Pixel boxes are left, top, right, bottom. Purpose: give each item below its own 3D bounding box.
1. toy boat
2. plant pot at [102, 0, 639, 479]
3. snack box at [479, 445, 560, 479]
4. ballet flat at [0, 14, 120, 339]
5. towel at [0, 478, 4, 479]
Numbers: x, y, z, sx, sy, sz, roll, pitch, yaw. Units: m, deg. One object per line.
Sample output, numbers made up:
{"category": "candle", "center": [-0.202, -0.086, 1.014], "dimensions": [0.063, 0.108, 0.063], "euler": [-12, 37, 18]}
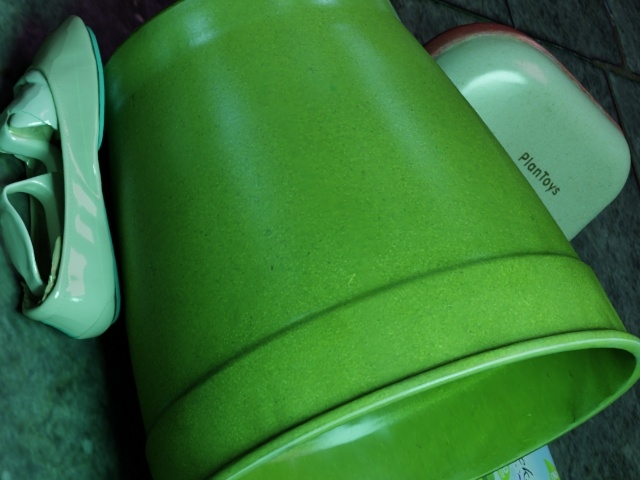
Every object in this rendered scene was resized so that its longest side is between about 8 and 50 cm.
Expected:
{"category": "toy boat", "center": [0.155, -0.102, 1.589], "dimensions": [0.231, 0.151, 0.151], "euler": [40, 10, -38]}
{"category": "plant pot", "center": [0.000, 0.000, 1.330], "dimensions": [0.366, 0.366, 0.353], "euler": [8, 55, -56]}
{"category": "snack box", "center": [0.130, 0.179, 1.658], "dimensions": [0.207, 0.070, 0.174], "euler": [-11, 79, -61]}
{"category": "ballet flat", "center": [-0.194, -0.051, 1.298], "dimensions": [0.086, 0.086, 0.248], "euler": [18, 57, -53]}
{"category": "towel", "center": [-0.218, 0.254, 0.928], "dimensions": [0.312, 0.056, 0.324], "euler": [36, 40, -45]}
